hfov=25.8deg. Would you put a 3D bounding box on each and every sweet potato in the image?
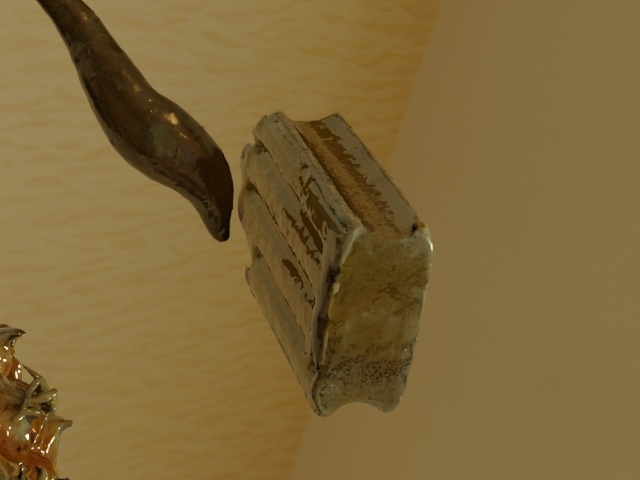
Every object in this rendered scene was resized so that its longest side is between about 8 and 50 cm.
[{"bbox_3d":[-0.139,-0.101,1.044,0.059,0.069,0.249,-38,-82,18],"label":"sweet potato"}]

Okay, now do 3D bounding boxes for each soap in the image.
[{"bbox_3d":[0.000,0.000,1.081,0.257,0.080,0.160,-120,-145,-57],"label":"soap"}]

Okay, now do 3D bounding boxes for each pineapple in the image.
[{"bbox_3d":[-0.274,0.142,0.906,0.186,0.236,0.114,-18,-86,34],"label":"pineapple"}]
